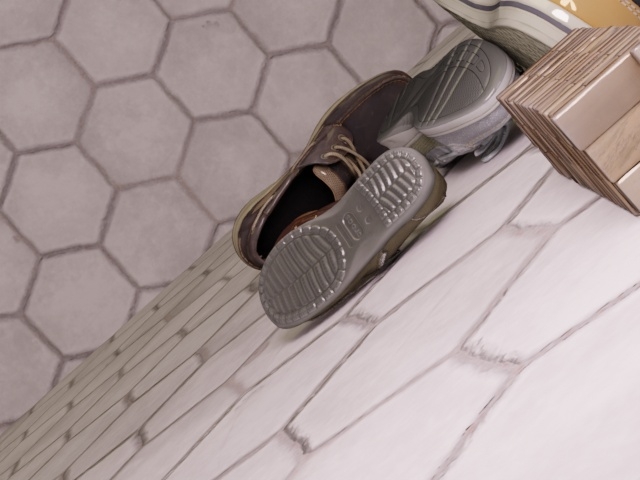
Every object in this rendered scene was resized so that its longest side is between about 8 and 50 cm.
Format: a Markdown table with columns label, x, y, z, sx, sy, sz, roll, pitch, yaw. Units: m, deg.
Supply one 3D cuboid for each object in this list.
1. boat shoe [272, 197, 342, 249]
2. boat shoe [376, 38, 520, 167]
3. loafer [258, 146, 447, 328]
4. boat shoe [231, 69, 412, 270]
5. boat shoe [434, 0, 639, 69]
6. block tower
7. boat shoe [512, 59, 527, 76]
| label | x | y | z | sx | sy | sz | roll | pitch | yaw |
| --- | --- | --- | --- | --- | --- | --- | --- | --- | --- |
| boat shoe | 0.000 | 0.000 | 1.789 | 0.207 | 0.073 | 0.073 | -36 | 6 | 44 |
| boat shoe | 0.158 | -0.139 | 1.679 | 0.118 | 0.103 | 0.320 | -62 | 12 | -13 |
| loafer | 0.039 | 0.007 | 1.537 | 0.251 | 0.094 | 0.087 | -40 | -28 | 27 |
| boat shoe | 0.024 | -0.086 | 2.121 | 0.355 | 0.132 | 0.130 | -50 | 15 | 3 |
| boat shoe | 0.236 | -0.256 | 1.544 | 0.156 | 0.186 | 0.500 | -56 | 11 | 5 |
| block tower | 0.206 | -0.094 | 1.096 | 0.097 | 0.091 | 0.335 | -42 | 5 | 3 |
| boat shoe | 0.228 | -0.207 | 1.900 | 0.219 | 0.078 | 0.070 | -40 | 40 | -21 |
